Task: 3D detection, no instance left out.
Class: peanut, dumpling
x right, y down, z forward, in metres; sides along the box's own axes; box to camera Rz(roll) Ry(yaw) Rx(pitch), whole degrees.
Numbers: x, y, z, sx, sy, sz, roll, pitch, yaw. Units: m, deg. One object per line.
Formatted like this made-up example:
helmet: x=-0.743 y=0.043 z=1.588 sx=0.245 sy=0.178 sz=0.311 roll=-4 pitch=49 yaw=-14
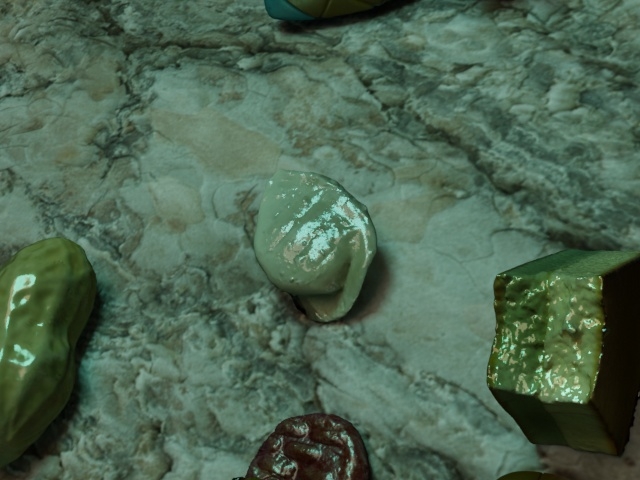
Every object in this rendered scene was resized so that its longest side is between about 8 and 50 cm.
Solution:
peanut: x=-0.375 y=0.136 z=1.352 sx=0.152 sy=0.152 sz=0.313 roll=-2 pitch=56 yaw=29
dumpling: x=0.000 y=0.001 z=1.250 sx=0.150 sy=0.092 sz=0.176 roll=-19 pitch=53 yaw=22

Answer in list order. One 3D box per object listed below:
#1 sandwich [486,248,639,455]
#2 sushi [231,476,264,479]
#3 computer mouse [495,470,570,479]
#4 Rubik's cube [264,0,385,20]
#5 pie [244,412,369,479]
sandwich: x=0.241 y=0.068 z=1.006 sx=0.108 sy=0.186 sz=0.220 roll=4 pitch=62 yaw=30
sushi: x=-0.111 y=0.341 z=1.028 sx=0.200 sy=0.213 sz=0.204 roll=20 pitch=98 yaw=19
computer mouse: x=0.184 y=0.305 z=0.977 sx=0.102 sy=0.045 sz=0.199 roll=4 pitch=63 yaw=30
Rubik's cube: x=0.062 y=-0.426 z=1.469 sx=0.254 sy=0.254 sz=0.254 roll=-15 pitch=54 yaw=22
pie: x=-0.016 y=0.253 z=1.134 sx=0.154 sy=0.036 sz=0.154 roll=-15 pitch=55 yaw=23
